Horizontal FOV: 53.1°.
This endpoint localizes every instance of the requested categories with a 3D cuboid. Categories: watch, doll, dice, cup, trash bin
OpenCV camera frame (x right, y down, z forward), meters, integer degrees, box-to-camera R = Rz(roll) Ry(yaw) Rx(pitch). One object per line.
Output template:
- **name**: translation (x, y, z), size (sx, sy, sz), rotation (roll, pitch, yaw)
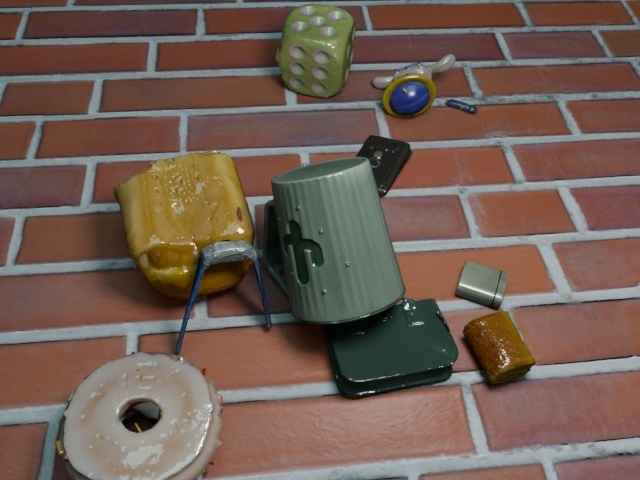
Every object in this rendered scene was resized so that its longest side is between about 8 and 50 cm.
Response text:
- **watch**: translation (-0.277, 0.144, 1.684), size (0.276, 0.274, 0.068), rotation (-15, 27, -16)
- **doll**: translation (0.523, -0.499, 2.373), size (0.125, 0.027, 0.037), rotation (23, 54, 17)
- **doll**: translation (0.359, -0.556, 2.320), size (0.311, 0.159, 0.242), rotation (-23, 24, 13)
- **dice**: translation (-0.011, -0.698, 2.355), size (0.254, 0.252, 0.250), rotation (12, 52, 8)
- **cup**: translation (-0.003, 0.007, 1.693), size (0.401, 0.392, 0.310), rotation (-9, 15, 15)
- **trash bin**: translation (0.471, 0.126, 1.862), size (0.130, 0.059, 0.116), rotation (18, 51, 12)

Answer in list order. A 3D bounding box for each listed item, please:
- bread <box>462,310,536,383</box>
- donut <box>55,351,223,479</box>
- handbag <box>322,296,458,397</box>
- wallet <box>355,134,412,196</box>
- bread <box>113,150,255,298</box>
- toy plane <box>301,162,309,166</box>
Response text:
- **bread**: translation (0.474, 0.287, 1.708), size (0.132, 0.103, 0.172), rotation (-13, 53, -13)
- **donut**: translation (-0.416, 0.441, 1.511), size (0.382, 0.142, 0.382), rotation (2, 52, -3)
- **handbag**: translation (0.185, 0.277, 1.712), size (0.326, 0.089, 0.238), rotation (-9, 51, -10)
- **wallet**: translation (0.194, -0.258, 2.154), size (0.168, 0.052, 0.245), rotation (21, 56, 17)
- **bread**: translation (-0.371, -0.023, 1.818), size (0.361, 0.250, 0.394), rotation (-14, 58, -12)
- **toy plane**: translation (0.037, -0.159, 2.034), size (0.255, 0.101, 0.251), rotation (-16, 54, -20)
